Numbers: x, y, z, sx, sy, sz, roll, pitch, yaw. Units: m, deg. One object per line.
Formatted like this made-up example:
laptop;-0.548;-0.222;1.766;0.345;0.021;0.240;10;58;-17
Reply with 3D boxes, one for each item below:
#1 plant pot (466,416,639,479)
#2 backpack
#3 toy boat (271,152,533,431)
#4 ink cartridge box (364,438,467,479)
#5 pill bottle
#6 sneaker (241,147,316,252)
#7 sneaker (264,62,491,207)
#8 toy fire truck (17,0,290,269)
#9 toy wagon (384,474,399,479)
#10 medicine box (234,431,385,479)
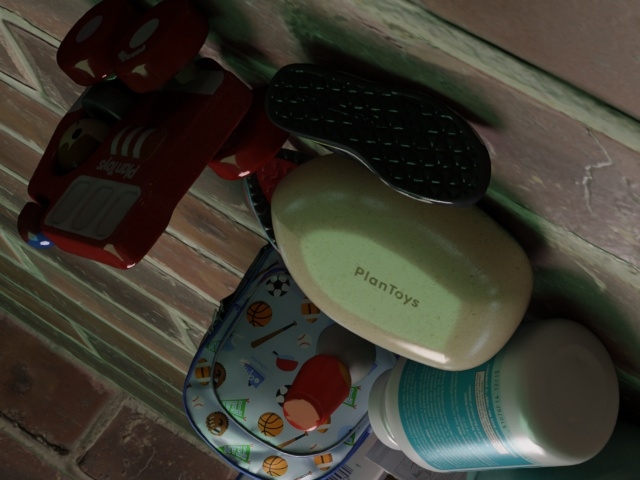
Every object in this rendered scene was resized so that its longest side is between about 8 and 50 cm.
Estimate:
plant pot;0.276;0.300;1.717;0.293;0.293;0.196;52;-176;-43
backpack;-0.025;0.155;1.836;0.276;0.263;0.213;36;-167;7
toy boat;0.055;0.050;1.549;0.267;0.148;0.318;33;128;6
ink cartridge box;0.194;0.270;1.907;0.225;0.181;0.056;30;150;21
pill bottle;0.167;0.165;1.625;0.146;0.146;0.264;44;147;-25
sneaker;0.000;0.000;1.693;0.262;0.104;0.125;44;165;-24
sneaker;0.059;-0.098;1.378;0.235;0.084;0.097;29;-173;27
toy fire truck;-0.193;-0.094;1.548;0.169;0.254;0.302;46;162;-30
toy wagon;0.001;0.377;2.535;0.344;0.068;0.267;4;-147;-51
medicine box;0.005;0.299;2.079;0.149;0.263;0.289;36;-172;8
